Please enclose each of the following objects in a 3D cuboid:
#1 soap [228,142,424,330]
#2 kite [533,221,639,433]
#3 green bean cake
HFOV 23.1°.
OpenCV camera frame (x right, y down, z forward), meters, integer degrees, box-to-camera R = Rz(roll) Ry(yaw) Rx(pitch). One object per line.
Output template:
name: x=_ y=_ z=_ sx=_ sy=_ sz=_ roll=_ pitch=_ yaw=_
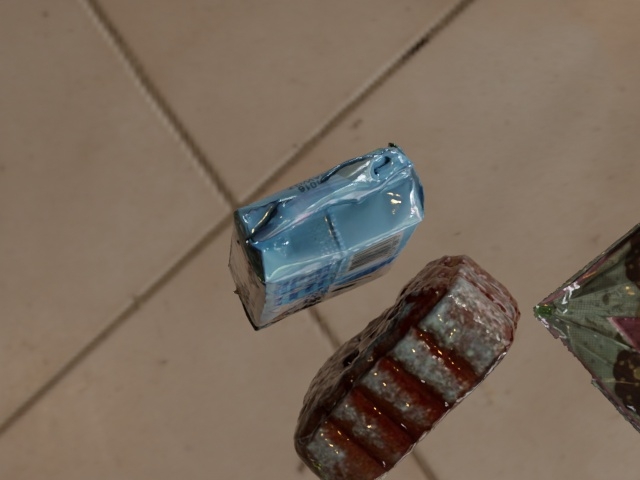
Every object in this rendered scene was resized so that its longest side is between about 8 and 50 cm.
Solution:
soap: x=0.000 y=0.000 z=1.345 sx=0.156 sy=0.293 sz=0.077 roll=-23 pitch=81 yaw=-10
kite: x=0.250 y=0.048 z=0.862 sx=0.268 sy=0.013 sz=0.322 roll=1 pitch=75 yaw=19
green bean cake: x=0.076 y=0.115 z=1.429 sx=0.097 sy=0.198 sz=0.232 roll=42 pitch=109 yaw=-2
